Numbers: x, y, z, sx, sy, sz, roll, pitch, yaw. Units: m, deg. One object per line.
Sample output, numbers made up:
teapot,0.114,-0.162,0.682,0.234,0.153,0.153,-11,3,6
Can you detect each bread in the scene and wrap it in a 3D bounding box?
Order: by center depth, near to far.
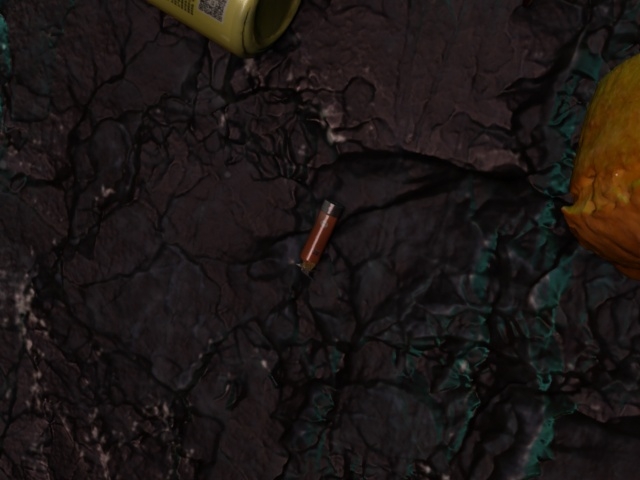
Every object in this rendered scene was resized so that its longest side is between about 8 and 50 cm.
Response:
bread,0.345,-0.050,0.718,0.312,0.312,0.172,2,82,18

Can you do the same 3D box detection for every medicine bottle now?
medicine bottle,-0.138,-0.284,0.945,0.239,0.124,0.124,32,102,15

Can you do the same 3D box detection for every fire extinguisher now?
fire extinguisher,0.000,0.000,0.966,0.028,0.022,0.083,21,101,-15

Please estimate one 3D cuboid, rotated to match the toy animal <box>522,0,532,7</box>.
toy animal,0.159,-0.338,0.840,0.260,0.087,0.243,-34,95,11
